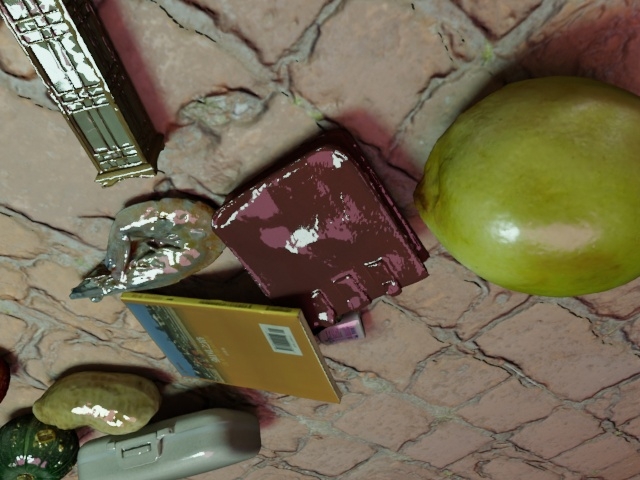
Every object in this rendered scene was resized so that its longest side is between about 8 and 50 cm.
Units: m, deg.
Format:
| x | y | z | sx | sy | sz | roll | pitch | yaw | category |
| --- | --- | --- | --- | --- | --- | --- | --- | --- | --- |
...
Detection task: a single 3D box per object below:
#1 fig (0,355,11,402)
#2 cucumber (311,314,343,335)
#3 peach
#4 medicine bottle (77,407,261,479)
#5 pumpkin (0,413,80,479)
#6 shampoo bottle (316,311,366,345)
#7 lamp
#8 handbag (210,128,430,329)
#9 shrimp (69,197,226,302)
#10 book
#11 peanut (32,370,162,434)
| x | y | z | sx | sy | sz | roll | pitch | yaw | category |
| --- | --- | --- | --- | --- | --- | --- | --- | --- | --- |
| -0.696 | 0.270 | 1.043 | 0.152 | 0.119 | 0.119 | 13 | 131 | 4 | fig |
| -0.075 | 0.187 | 1.039 | 0.072 | 0.072 | 0.300 | 35 | 124 | -30 | cucumber |
| 0.305 | -0.063 | 0.709 | 0.315 | 0.282 | 0.314 | 19 | 134 | -10 | peach |
| -0.335 | 0.477 | 1.205 | 0.374 | 0.123 | 0.282 | -17 | 154 | 11 | medicine bottle |
| -0.649 | 0.480 | 1.205 | 0.190 | 0.146 | 0.191 | -17 | 132 | -20 | pumpkin |
| 0.036 | 0.174 | 1.056 | 0.099 | 0.043 | 0.072 | -14 | 130 | 8 | shampoo bottle |
| -0.298 | -0.221 | 0.643 | 0.090 | 0.089 | 0.326 | -12 | 131 | 6 | lamp |
| 0.000 | -0.001 | 0.828 | 0.260 | 0.084 | 0.276 | -31 | 112 | 20 | handbag |
| -0.303 | 0.019 | 0.881 | 0.316 | 0.062 | 0.164 | -23 | 126 | 10 | shrimp |
| -0.162 | 0.198 | 0.977 | 0.373 | 0.028 | 0.263 | 3 | 136 | 25 | book |
| -0.465 | 0.343 | 1.111 | 0.252 | 0.122 | 0.137 | 10 | 112 | -11 | peanut |
